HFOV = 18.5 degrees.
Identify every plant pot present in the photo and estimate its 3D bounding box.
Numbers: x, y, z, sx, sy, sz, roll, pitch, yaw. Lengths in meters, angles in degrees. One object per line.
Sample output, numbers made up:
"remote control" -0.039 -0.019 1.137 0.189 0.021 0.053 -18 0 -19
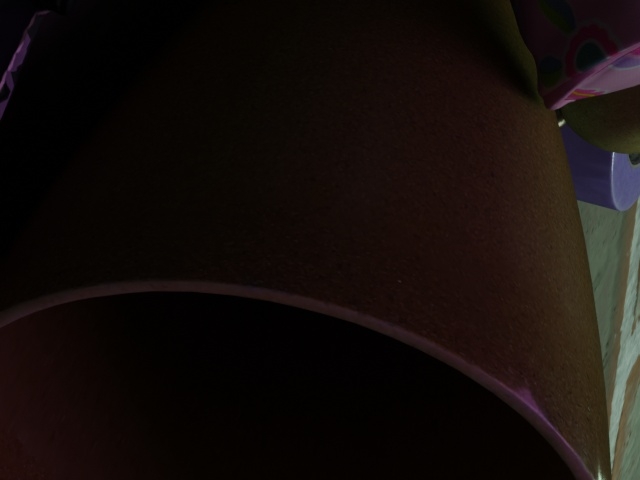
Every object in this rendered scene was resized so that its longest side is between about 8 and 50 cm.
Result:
"plant pot" 0.000 0.000 0.740 0.237 0.237 0.254 83 15 -47

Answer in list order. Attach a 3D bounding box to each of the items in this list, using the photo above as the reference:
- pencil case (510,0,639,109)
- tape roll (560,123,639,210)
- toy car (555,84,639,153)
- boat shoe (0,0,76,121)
"pencil case" 0.074 -0.189 0.696 0.284 0.124 0.124 62 27 0
"tape roll" 0.189 -0.119 1.320 0.189 0.080 0.189 16 90 -71
"toy car" 0.164 -0.103 1.100 0.149 0.188 0.155 74 36 -56
"boat shoe" -0.076 -0.130 0.540 0.127 0.113 0.340 31 76 -70
